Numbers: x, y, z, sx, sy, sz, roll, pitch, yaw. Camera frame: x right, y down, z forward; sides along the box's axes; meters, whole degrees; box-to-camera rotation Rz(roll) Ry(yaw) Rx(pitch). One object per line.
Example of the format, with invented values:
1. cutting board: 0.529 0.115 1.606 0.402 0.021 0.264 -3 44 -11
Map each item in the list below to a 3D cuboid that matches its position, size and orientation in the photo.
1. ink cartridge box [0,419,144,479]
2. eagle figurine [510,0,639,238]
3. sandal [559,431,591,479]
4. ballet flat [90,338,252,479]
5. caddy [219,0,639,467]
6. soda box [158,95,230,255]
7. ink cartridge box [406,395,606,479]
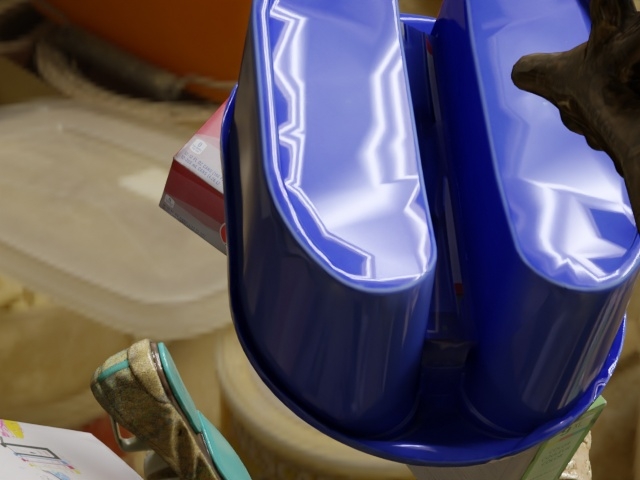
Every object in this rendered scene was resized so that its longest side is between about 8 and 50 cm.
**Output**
1. ink cartridge box: -0.278 0.259 1.302 0.233 0.171 0.168 16 11 -43
2. eagle figurine: 0.222 -0.041 0.492 0.298 0.225 0.226 0 74 -10
3. sandal: 0.217 0.231 1.442 0.079 0.088 0.240 29 71 26
4. ballet flat: -0.185 0.250 1.895 0.123 0.348 0.123 -12 47 13
5. caddy: 0.064 -0.033 0.919 0.241 0.179 0.341 1 55 -8
6. soda box: 0.000 0.000 1.255 0.263 0.083 0.092 35 59 5
7. ink cartridge box: 0.130 0.114 1.080 0.062 0.209 0.109 -20 56 -33
